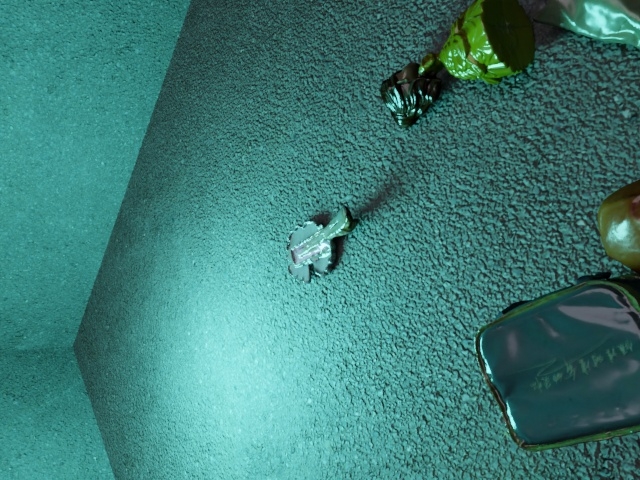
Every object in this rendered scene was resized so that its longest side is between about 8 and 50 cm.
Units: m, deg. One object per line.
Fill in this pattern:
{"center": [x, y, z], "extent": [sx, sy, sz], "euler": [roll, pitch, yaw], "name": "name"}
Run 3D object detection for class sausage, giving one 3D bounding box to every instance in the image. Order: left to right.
{"center": [0.539, -0.040, 0.609], "extent": [0.267, 0.153, 0.141], "euler": [-22, 96, 41], "name": "sausage"}

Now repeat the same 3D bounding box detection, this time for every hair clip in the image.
{"center": [0.007, 0.000, 1.180], "extent": [0.300, 0.069, 0.173], "euler": [-37, 58, 46], "name": "hair clip"}

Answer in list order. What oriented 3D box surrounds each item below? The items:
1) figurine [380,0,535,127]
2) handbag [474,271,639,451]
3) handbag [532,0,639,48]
{"center": [0.254, -0.367, 0.935], "extent": [0.315, 0.168, 0.187], "euler": [-13, 33, 51], "name": "figurine"}
{"center": [0.398, 0.169, 0.659], "extent": [0.263, 0.240, 0.223], "euler": [-35, 63, 37], "name": "handbag"}
{"center": [0.540, -0.472, 0.701], "extent": [0.253, 0.109, 0.316], "euler": [42, 113, 34], "name": "handbag"}
